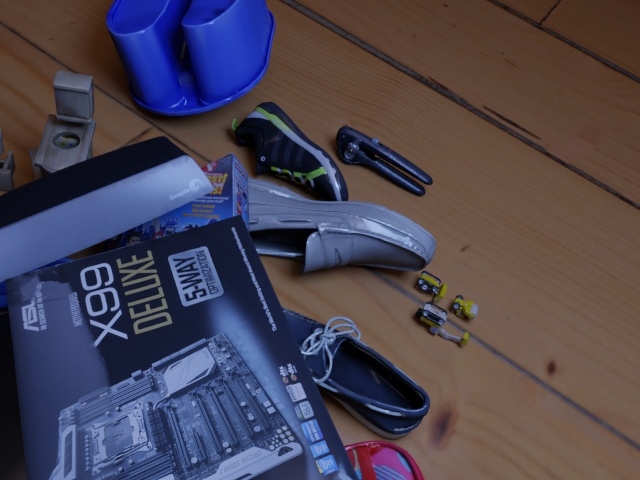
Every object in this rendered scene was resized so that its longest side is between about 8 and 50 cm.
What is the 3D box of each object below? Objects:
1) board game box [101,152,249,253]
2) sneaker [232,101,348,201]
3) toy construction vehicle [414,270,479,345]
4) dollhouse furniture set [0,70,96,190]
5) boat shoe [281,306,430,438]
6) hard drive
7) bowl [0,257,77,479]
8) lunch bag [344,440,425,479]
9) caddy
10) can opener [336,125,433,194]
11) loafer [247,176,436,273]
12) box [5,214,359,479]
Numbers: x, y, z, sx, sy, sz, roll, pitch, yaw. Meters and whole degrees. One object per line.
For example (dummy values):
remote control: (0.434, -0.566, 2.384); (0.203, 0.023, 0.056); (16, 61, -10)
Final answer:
board game box: (-0.168, -0.016, 0.744); (0.194, 0.060, 0.194); (4, 67, 16)
sneaker: (-0.053, -0.121, 0.927); (0.097, 0.084, 0.234); (-39, 68, -12)
toy construction vehicle: (0.175, 0.099, 0.838); (0.098, 0.035, 0.086); (29, 38, 3)
dollhouse furniture set: (-0.376, -0.116, 0.732); (0.161, 0.181, 0.101); (5, 51, -14)
boat shoe: (0.015, 0.148, 0.711); (0.255, 0.079, 0.095); (36, 51, 12)
hard drive: (-0.262, -0.045, 0.650); (0.255, 0.054, 0.172); (-26, 29, -16)
bowl: (-0.312, 0.191, 0.574); (0.392, 0.077, 0.391); (9, 50, -11)
lunch bag: (0.029, 0.329, 0.497); (0.258, 0.120, 0.293); (-7, 41, -8)
caddy: (-0.207, -0.350, 0.985); (0.242, 0.179, 0.341); (-3, 50, 9)
can opener: (0.108, -0.139, 0.988); (0.186, 0.059, 0.073); (31, 49, 8)
loafer: (0.000, 0.000, 0.813); (0.320, 0.112, 0.111); (12, 58, 3)
box: (-0.139, 0.136, 0.537); (0.243, 0.076, 0.307); (-16, 54, -16)
